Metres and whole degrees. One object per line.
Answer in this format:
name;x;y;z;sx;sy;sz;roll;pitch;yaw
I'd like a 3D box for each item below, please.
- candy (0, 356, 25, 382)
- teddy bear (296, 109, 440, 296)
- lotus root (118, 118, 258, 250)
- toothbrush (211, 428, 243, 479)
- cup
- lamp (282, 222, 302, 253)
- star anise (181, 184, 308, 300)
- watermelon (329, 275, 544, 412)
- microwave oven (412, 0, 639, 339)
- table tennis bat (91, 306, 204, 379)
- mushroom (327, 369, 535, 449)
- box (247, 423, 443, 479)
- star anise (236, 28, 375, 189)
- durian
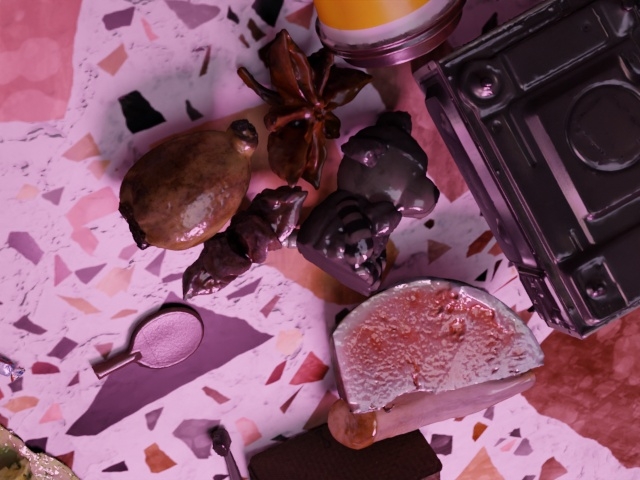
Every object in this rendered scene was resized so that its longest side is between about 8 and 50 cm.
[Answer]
candy;-0.440;0.171;1.965;0.083;0.020;0.030;28;109;-39
teddy bear;0.069;-0.055;1.891;0.251;0.144;0.171;-64;160;3
lotus root;-0.161;-0.070;1.829;0.214;0.138;0.138;-34;134;10
toothbrush;-0.129;0.400;2.306;0.030;0.030;0.297;-5;135;10
cup;0.053;-0.351;1.691;0.196;0.196;0.279;-28;127;-4
lamp;0.000;0.000;2.017;0.163;0.091;0.091;0;127;-10
star anise;-0.090;-0.008;1.892;0.197;0.212;0.073;-36;97;26
watermelon;0.168;0.155;2.147;0.305;0.180;0.224;-12;149;-5
microwave oven;0.351;-0.122;1.846;0.333;0.247;0.394;-30;93;-4
table tennis bat;-0.224;0.180;2.017;0.170;0.119;0.107;-26;133;-8
mushroom;0.178;0.247;2.261;0.351;0.123;0.095;-15;95;-26
box;0.043;0.398;2.281;0.273;0.184;0.143;-21;133;-16
star anise;-0.020;-0.166;1.847;0.196;0.111;0.212;-11;102;-43
durian;-0.467;0.344;2.060;0.169;0.157;0.355;-59;140;-25
